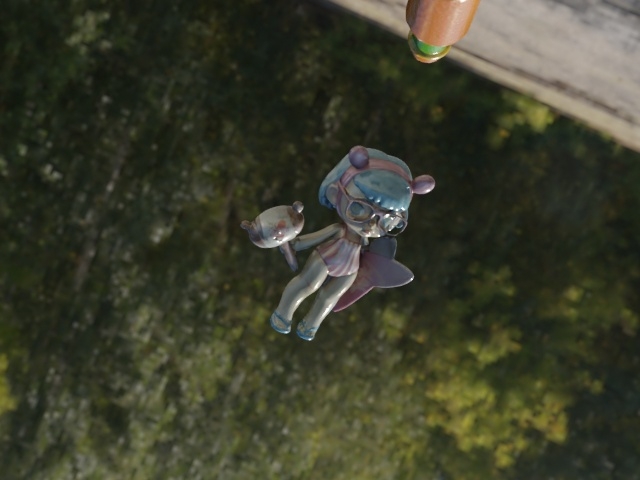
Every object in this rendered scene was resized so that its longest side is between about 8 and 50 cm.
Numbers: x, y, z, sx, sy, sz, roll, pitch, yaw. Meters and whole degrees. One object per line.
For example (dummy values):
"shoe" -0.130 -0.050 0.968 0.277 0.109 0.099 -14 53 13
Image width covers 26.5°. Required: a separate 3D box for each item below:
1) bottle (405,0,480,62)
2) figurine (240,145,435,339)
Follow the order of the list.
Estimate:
"bottle" 0.113 -0.220 1.296 0.069 0.069 0.187 24 163 3
"figurine" 0.005 -0.004 1.592 0.205 0.260 0.103 24 -155 -14
